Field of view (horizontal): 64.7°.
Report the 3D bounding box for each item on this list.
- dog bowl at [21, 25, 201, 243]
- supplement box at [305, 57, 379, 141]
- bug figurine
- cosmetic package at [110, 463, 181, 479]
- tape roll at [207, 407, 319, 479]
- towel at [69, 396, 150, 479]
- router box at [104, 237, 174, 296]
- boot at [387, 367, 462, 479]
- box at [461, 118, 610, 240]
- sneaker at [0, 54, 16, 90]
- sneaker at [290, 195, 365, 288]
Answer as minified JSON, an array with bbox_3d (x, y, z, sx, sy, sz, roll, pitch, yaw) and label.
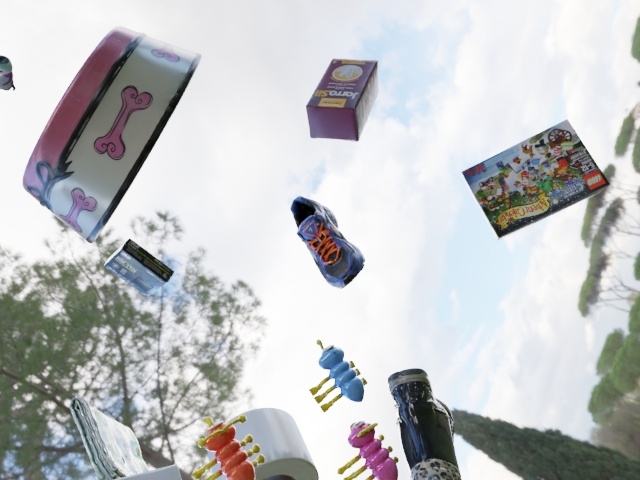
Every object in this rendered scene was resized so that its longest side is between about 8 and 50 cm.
[{"bbox_3d":[-0.387,-0.206,0.931,0.150,0.408,0.407,30,-101,-23],"label":"dog bowl"},{"bbox_3d":[0.050,-0.294,1.046,0.080,0.104,0.188,80,-155,-47],"label":"supplement box"},{"bbox_3d":[-0.010,0.263,0.656,0.279,0.216,0.072,-29,-20,-33],"label":"bug figurine"},{"bbox_3d":[-0.186,0.294,0.305,0.225,0.224,0.138,1,-42,-37],"label":"cosmetic package"},{"bbox_3d":[-0.145,0.566,1.262,0.246,0.169,0.246,-11,-59,-19],"label":"tape roll"},{"bbox_3d":[-0.249,0.257,0.626,0.023,0.113,0.152,-32,-30,-13],"label":"towel"},{"bbox_3d":[-0.396,0.062,1.105,0.122,0.092,0.038,41,-140,-20],"label":"router box"},{"bbox_3d":[0.169,0.324,0.767,0.178,0.085,0.236,-98,-16,-48],"label":"boot"},{"bbox_3d":[0.431,-0.122,1.031,0.233,0.159,0.044,-27,-18,9],"label":"box"},{"bbox_3d":[-0.505,-0.244,0.751,0.038,0.098,0.069,-77,2,-46],"label":"sneaker"},{"bbox_3d":[0.000,0.000,0.873,0.083,0.221,0.087,-46,-48,10],"label":"sneaker"}]
